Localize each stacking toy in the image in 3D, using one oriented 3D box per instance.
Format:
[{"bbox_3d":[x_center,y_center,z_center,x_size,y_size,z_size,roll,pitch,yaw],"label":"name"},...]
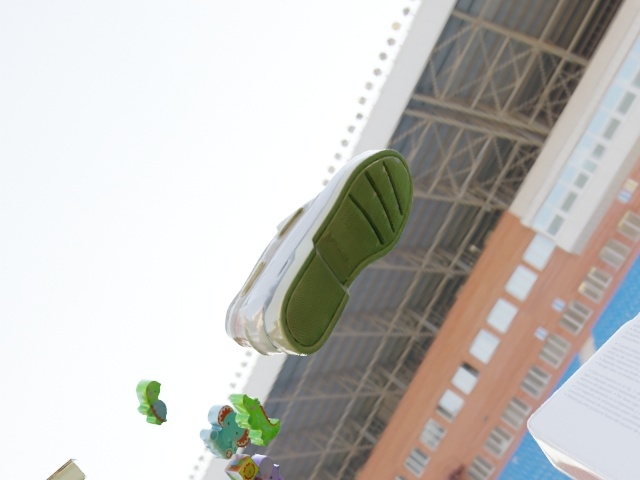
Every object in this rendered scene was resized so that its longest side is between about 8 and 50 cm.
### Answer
[{"bbox_3d":[-0.075,0.218,0.837,0.052,0.167,0.221,-55,-54,-37],"label":"stacking toy"}]

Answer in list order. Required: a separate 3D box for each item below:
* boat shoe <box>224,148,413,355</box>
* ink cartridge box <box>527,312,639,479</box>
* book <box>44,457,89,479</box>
[{"bbox_3d":[0.000,0.000,0.893,0.302,0.103,0.113,-50,-58,-40],"label":"boat shoe"},{"bbox_3d":[0.340,0.119,0.601,0.261,0.296,0.066,-42,-65,-11],"label":"ink cartridge box"},{"bbox_3d":[-0.383,0.358,1.121,0.144,0.035,0.096,-39,-4,-17],"label":"book"}]
